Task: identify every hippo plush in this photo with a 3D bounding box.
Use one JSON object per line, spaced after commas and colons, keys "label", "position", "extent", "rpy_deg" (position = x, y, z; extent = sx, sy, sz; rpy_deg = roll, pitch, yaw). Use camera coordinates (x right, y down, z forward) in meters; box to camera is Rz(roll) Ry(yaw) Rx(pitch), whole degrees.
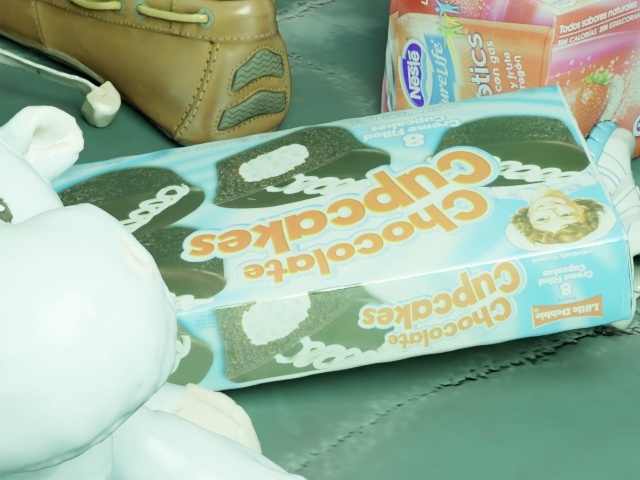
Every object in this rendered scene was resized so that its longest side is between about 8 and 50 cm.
{"label": "hippo plush", "position": [-0.124, 0.057, 0.824], "extent": [0.234, 0.236, 0.294], "rpy_deg": [-18, 38, -32]}

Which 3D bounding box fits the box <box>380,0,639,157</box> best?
{"label": "box", "position": [0.202, -0.158, 1.321], "extent": [0.300, 0.142, 0.154], "rpy_deg": [-22, 39, -37]}

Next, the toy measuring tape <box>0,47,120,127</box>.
{"label": "toy measuring tape", "position": [-0.305, -0.107, 1.229], "extent": [0.330, 0.121, 0.121], "rpy_deg": [21, 30, -8]}

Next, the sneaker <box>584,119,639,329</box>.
{"label": "sneaker", "position": [0.182, -0.003, 1.145], "extent": [0.083, 0.071, 0.191], "rpy_deg": [18, 41, 9]}

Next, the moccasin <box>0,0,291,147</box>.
{"label": "moccasin", "position": [-0.166, -0.199, 1.330], "extent": [0.139, 0.147, 0.380], "rpy_deg": [-17, 37, -32]}

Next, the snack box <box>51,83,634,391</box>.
{"label": "snack box", "position": [0.000, 0.000, 1.051], "extent": [0.322, 0.060, 0.187], "rpy_deg": [-10, 32, -1]}
